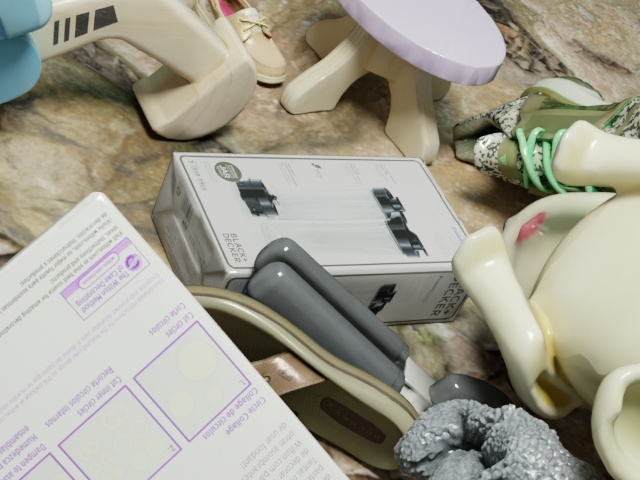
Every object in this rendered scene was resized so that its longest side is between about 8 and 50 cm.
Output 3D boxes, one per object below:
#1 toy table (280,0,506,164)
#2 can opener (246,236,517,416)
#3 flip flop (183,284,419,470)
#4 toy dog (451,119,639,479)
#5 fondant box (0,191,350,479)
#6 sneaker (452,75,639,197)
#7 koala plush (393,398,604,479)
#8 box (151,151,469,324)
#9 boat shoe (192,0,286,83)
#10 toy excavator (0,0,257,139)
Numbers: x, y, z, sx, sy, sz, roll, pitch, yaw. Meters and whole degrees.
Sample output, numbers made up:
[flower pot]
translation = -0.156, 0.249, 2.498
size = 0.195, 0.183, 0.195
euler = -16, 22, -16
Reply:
[toy table]
translation = 0.083, -0.226, 1.432
size = 0.252, 0.161, 0.274
euler = -1, 44, -29
[can opener]
translation = 0.065, 0.095, 1.050
size = 0.283, 0.095, 0.076
euler = 43, 30, -19
[flip flop]
translation = -0.045, 0.127, 1.012
size = 0.277, 0.112, 0.080
euler = 31, 52, -2
[toy dog]
translation = 0.304, 0.064, 1.033
size = 0.395, 0.284, 0.408
euler = 30, -1, -23
[fondant box]
translation = -0.121, 0.172, 0.725
size = 0.238, 0.096, 0.330
euler = -42, 98, -16
[sneaker]
translation = 0.266, -0.086, 1.327
size = 0.182, 0.158, 0.410
euler = -12, 12, -13
[koala plush]
translation = 0.099, 0.247, 0.888
size = 0.221, 0.203, 0.196
euler = -34, 90, -19
[box]
translation = 0.000, 0.000, 1.183
size = 0.290, 0.087, 0.169
euler = -2, 46, -31
[boat shoe]
translation = -0.095, -0.256, 1.449
size = 0.063, 0.059, 0.170
euler = -17, 54, -41
[toy excavator]
translation = -0.295, -0.210, 1.122
size = 0.445, 0.433, 0.222
euler = -21, 52, -9
